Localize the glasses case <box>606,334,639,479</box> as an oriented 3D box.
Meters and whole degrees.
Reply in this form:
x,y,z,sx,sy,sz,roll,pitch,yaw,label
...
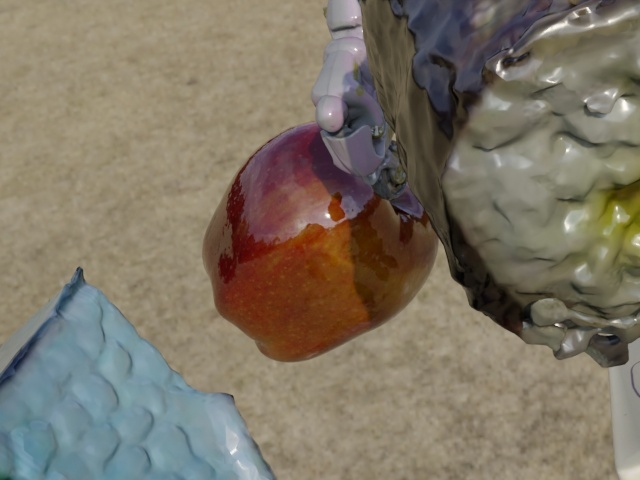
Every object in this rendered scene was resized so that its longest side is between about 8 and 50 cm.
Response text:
x,y,z,sx,sy,sz,roll,pitch,yaw,label
0.367,0.156,1.137,0.131,0.070,0.313,-29,14,22,glasses case

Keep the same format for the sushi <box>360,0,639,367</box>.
x,y,z,sx,sy,sz,roll,pitch,yaw,label
0.179,-0.112,0.732,0.299,0.281,0.294,-35,40,17,sushi

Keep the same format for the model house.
x,y,z,sx,sy,sz,roll,pitch,yaw,label
-0.197,0.283,0.812,0.360,0.339,0.297,-38,17,34,model house

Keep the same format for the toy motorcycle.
x,y,z,sx,sy,sz,roll,pitch,yaw,label
0.040,-0.150,1.135,0.073,0.225,0.152,-4,3,33,toy motorcycle

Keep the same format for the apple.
x,y,z,sx,sy,sz,roll,pitch,yaw,label
0.000,0.000,1.472,0.317,0.288,0.288,-43,10,27,apple
